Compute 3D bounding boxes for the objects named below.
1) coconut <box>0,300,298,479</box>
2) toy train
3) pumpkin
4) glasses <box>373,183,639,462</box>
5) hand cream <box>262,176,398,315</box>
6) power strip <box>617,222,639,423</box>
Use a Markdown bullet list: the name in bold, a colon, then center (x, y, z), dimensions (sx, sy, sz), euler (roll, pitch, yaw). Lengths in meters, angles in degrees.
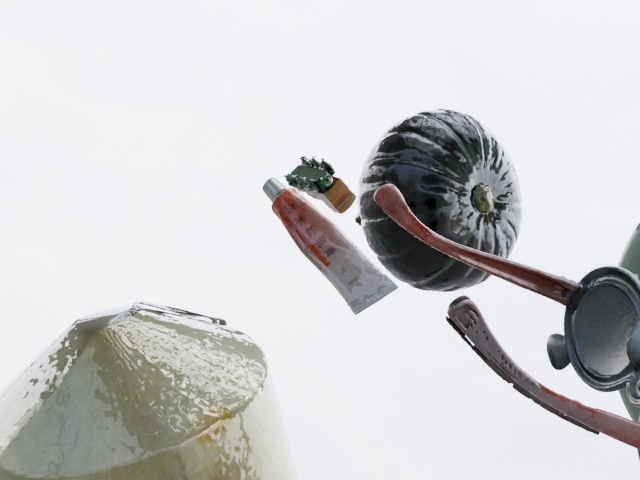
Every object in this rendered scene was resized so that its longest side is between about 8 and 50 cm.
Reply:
- **coconut**: center (-0.179, 0.206, 1.659), dimensions (0.323, 0.323, 0.323), euler (16, -17, 5)
- **toy train**: center (-0.002, -0.070, 2.192), dimensions (0.064, 0.044, 0.103), euler (46, -13, -24)
- **pumpkin**: center (0.140, -0.052, 2.376), dimensions (0.248, 0.248, 0.248), euler (16, -17, 5)
- **glasses**: center (0.154, 0.075, 1.321), dimensions (0.268, 0.118, 0.234), euler (19, 24, -27)
- **hand cream**: center (-0.001, 0.001, 1.983), dimensions (0.216, 0.052, 0.038), euler (46, 10, 34)
- **power strip**: center (0.441, 0.084, 1.587), dimensions (0.357, 0.358, 0.161), euler (12, 6, 16)
